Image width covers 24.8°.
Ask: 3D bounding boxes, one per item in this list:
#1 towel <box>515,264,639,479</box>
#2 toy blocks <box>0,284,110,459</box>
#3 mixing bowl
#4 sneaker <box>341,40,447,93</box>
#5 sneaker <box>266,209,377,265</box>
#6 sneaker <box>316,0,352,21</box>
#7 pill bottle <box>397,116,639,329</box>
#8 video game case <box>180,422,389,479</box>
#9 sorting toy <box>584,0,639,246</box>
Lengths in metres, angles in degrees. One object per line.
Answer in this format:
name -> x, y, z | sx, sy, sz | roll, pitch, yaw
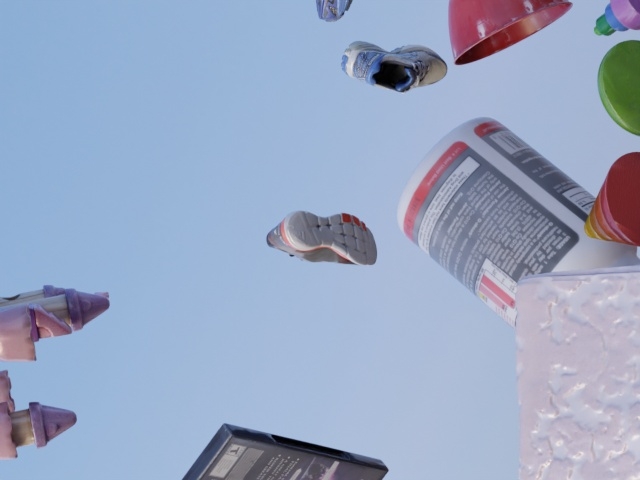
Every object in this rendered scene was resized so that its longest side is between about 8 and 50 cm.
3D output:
towel -> 0.355, 0.187, 1.566 | 0.053, 0.317, 0.332 | 23, -115, -53
toy blocks -> -0.376, 0.084, 1.727 | 0.288, 0.260, 0.309 | -157, 57, -77
mixing bowl -> 0.246, -0.326, 2.009 | 0.181, 0.098, 0.181 | -25, -4, -2
sneaker -> 0.089, -0.180, 1.575 | 0.135, 0.058, 0.052 | -3, -59, -36
sneaker -> 0.000, 0.000, 1.749 | 0.158, 0.065, 0.061 | 17, -118, -40
sneaker -> -0.027, -0.301, 1.356 | 0.083, 0.087, 0.221 | -99, -10, -57
pill bottle -> 0.297, 0.013, 1.991 | 0.210, 0.363, 0.210 | -38, -26, -22
video game case -> -0.066, 0.312, 1.684 | 0.274, 0.026, 0.196 | 21, -69, -46
sorting toy -> 0.369, -0.145, 1.807 | 0.126, 0.127, 0.365 | 144, 135, -59
